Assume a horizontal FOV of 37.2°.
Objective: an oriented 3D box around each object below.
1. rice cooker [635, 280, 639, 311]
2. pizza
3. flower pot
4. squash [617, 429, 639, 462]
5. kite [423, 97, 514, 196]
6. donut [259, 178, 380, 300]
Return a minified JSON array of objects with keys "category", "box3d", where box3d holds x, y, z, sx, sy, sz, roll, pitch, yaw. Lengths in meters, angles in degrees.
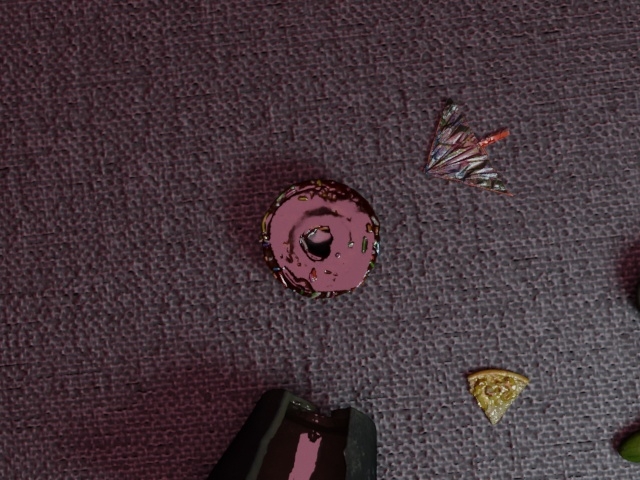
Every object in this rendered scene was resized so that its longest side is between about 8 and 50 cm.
[{"category":"rice cooker","box3d":[0.688,0.094,1.766,0.206,0.127,0.145,-18,86,-2]},{"category":"pizza","box3d":[0.341,0.301,1.818,0.122,0.026,0.109,2,88,2]},{"category":"flower pot","box3d":[-0.036,0.425,1.708,0.379,0.379,0.251,13,66,4]},{"category":"squash","box3d":[0.678,0.347,1.776,0.258,0.069,0.069,-30,85,1]},{"category":"kite","box3d":[0.289,-0.169,1.861,0.189,0.009,0.232,-28,86,0]},{"category":"donut","box3d":[0.000,0.000,1.824,0.234,0.089,0.235,0,86,2]}]
